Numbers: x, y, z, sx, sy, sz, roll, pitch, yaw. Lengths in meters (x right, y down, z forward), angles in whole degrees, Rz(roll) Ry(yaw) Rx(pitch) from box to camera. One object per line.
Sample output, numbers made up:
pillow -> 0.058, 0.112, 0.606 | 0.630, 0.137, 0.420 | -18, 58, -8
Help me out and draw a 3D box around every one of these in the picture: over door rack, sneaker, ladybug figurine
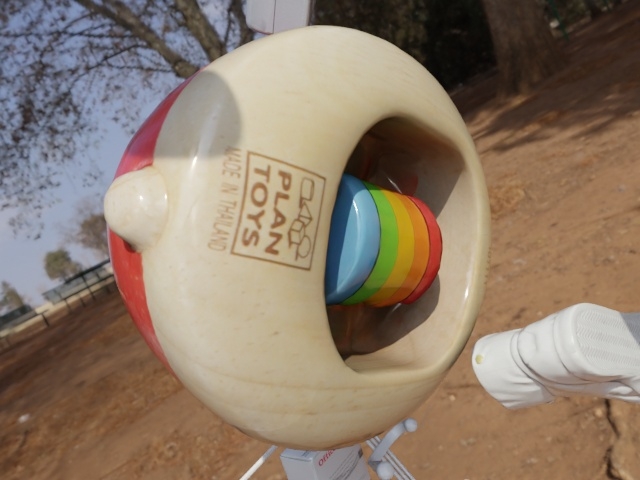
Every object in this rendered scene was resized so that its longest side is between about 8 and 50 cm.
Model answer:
over door rack -> 0.031, 0.314, 0.820 | 0.324, 0.239, 0.108 | -37, -8, -42
sneaker -> 0.309, 0.147, 0.822 | 0.292, 0.108, 0.169 | 20, -31, -34
ladybug figurine -> 0.000, 0.000, 0.548 | 0.162, 0.305, 0.449 | 7, -5, 32

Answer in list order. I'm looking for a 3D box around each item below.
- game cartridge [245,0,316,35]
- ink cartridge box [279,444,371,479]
game cartridge -> -0.013, -0.304, 0.561 | 0.198, 0.062, 0.297 | 106, 174, -46
ink cartridge box -> 0.014, 0.346, 1.019 | 0.063, 0.150, 0.109 | -3, 22, 38
